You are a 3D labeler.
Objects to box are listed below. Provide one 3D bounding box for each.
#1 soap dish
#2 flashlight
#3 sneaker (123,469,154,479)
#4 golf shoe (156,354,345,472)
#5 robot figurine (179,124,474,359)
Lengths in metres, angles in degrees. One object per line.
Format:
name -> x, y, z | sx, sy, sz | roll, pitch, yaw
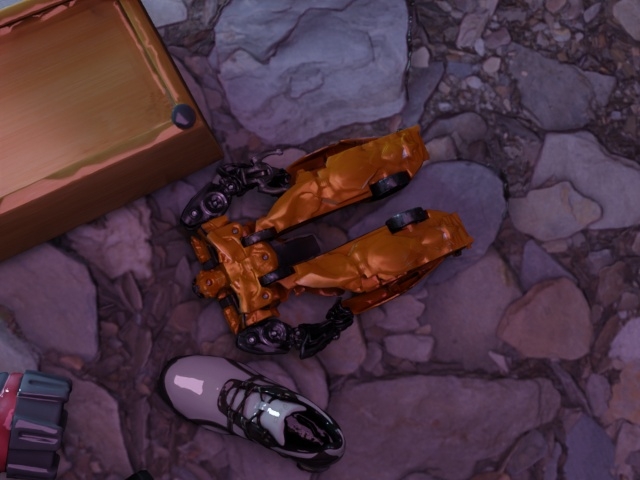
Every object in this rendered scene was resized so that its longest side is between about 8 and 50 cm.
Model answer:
soap dish -> -0.268, -0.129, 1.242 | 0.290, 0.118, 0.229 | -26, 84, -18
flashlight -> -0.384, 0.150, 1.155 | 0.304, 0.103, 0.103 | 11, 35, -9
sneaker -> -0.094, 0.325, 1.182 | 0.293, 0.102, 0.146 | 40, 70, -2
golf shoe -> -0.061, 0.160, 1.237 | 0.198, 0.094, 0.077 | 23, 73, -6
robot figurine -> 0.000, 0.000, 1.297 | 0.291, 0.085, 0.211 | -22, 82, -19
